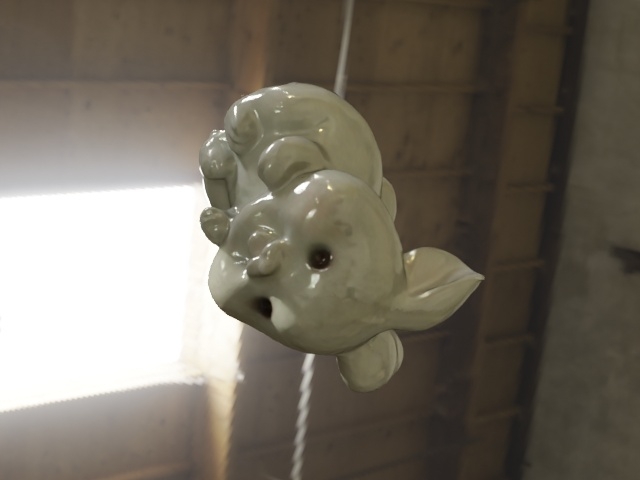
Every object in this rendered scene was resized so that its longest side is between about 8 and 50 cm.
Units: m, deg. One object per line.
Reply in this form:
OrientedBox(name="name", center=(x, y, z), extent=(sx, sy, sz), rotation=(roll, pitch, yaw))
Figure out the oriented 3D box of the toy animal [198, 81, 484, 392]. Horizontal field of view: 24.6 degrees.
OrientedBox(name="toy animal", center=(0.004, -0.004, 1.003), extent=(0.178, 0.193, 0.127), rotation=(20, -57, -45))
